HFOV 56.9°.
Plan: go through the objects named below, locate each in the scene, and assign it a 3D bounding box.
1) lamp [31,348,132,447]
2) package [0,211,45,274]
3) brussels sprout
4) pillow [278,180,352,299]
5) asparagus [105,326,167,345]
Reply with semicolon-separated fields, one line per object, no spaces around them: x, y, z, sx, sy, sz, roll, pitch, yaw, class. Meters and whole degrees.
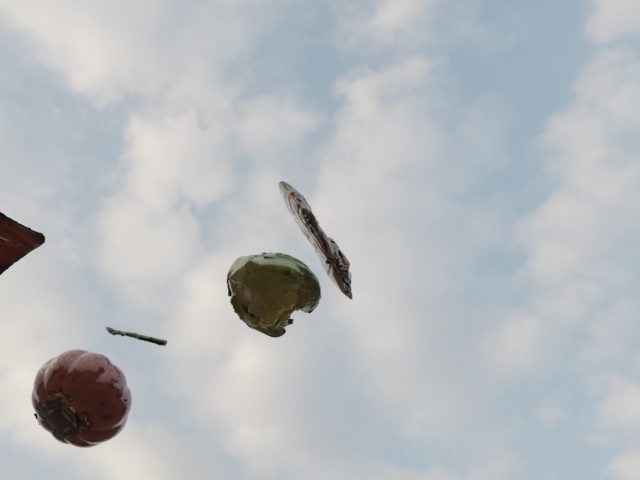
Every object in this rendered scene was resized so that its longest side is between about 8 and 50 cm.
-0.419;0.276;1.053;0.181;0.140;0.182;6;-66;13;lamp
-0.511;0.034;0.736;0.269;0.071;0.194;-45;-35;5;package
-0.075;0.075;0.943;0.139;0.101;0.181;-32;-55;13;brussels sprout
0.000;0.000;1.117;0.049;0.135;0.248;-32;-52;-2;pillow
-0.357;0.183;1.126;0.162;0.016;0.016;5;-95;29;asparagus
